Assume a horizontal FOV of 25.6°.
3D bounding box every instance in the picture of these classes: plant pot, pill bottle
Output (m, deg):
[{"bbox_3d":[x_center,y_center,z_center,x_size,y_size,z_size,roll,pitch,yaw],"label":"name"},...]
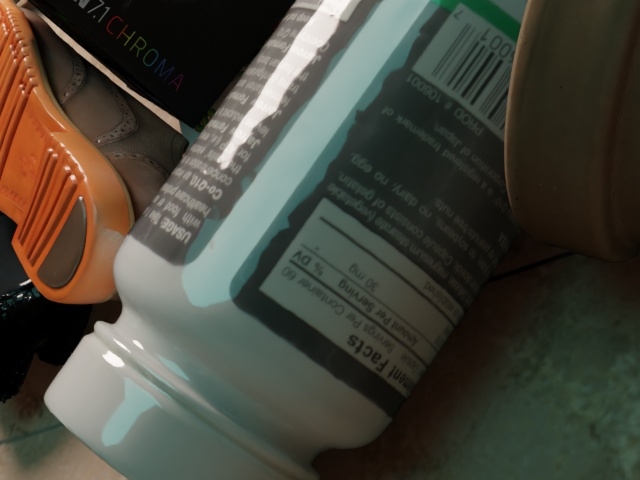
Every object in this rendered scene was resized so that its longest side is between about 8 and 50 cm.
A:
[{"bbox_3d":[0.257,-0.087,0.759,0.229,0.263,0.263,20,71,25],"label":"plant pot"},{"bbox_3d":[0.000,0.000,0.884,0.204,0.204,0.361,31,83,47],"label":"pill bottle"}]

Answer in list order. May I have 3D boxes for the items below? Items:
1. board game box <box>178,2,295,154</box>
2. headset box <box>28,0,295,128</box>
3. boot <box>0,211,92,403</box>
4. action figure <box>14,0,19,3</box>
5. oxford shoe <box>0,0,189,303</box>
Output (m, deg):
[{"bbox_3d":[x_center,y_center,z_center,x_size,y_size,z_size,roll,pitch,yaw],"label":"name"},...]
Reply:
[{"bbox_3d":[-0.030,-0.155,1.142,0.193,0.053,0.305,-32,44,15],"label":"board game box"},{"bbox_3d":[-0.114,-0.277,1.077,0.283,0.246,0.131,-52,40,-4],"label":"headset box"},{"bbox_3d":[-0.231,-0.004,1.154,0.246,0.094,0.207,-50,43,-5],"label":"boot"},{"bbox_3d":[-0.302,-0.412,1.450,0.330,0.178,0.341,-34,80,3],"label":"action figure"},{"bbox_3d":[-0.185,-0.069,1.085,0.130,0.133,0.363,-62,40,27],"label":"oxford shoe"}]
